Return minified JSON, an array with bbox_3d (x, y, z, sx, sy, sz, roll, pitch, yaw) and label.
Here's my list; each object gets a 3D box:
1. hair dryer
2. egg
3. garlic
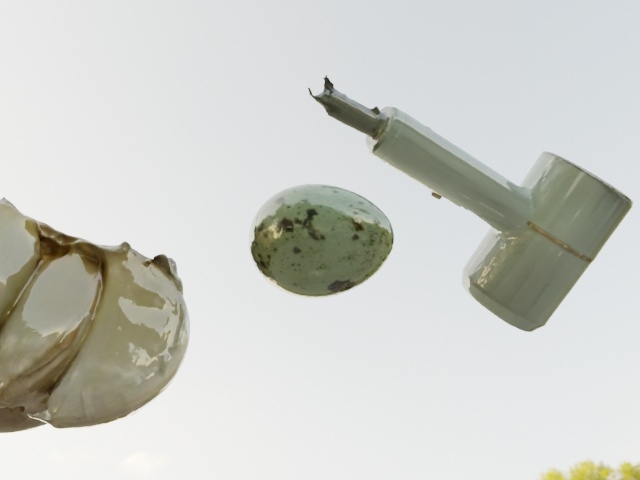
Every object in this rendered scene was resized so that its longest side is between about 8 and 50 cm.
[{"bbox_3d":[0.131,-0.053,0.631,0.357,0.107,0.173,28,-79,-19],"label":"hair dryer"},{"bbox_3d":[0.000,0.000,0.463,0.110,0.085,0.085,-6,-38,18],"label":"egg"},{"bbox_3d":[-0.278,0.088,0.579,0.281,0.203,0.184,28,-41,-17],"label":"garlic"}]
